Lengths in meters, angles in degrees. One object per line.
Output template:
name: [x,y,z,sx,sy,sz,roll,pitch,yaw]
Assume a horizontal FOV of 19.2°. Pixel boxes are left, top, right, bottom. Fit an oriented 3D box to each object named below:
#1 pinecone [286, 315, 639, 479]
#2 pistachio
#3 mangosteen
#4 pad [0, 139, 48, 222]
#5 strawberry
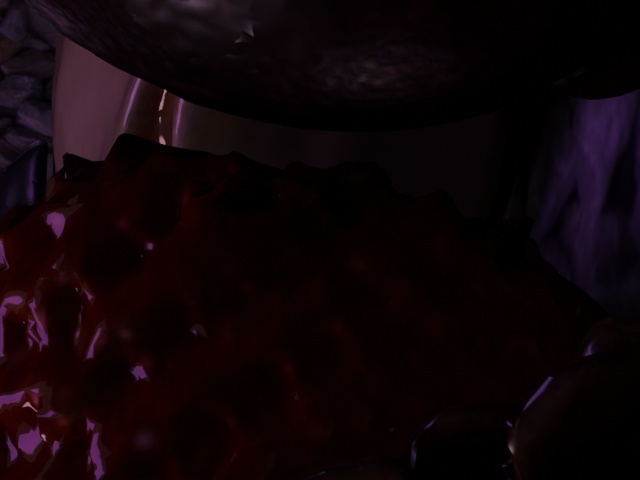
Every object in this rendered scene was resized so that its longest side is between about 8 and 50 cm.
pinecone: [0.079,0.106,0.359,0.208,0.208,0.207,-175,90,-80]
pistachio: [-0.027,-0.048,0.875,0.230,0.230,0.309,-99,21,-53]
mangosteen: [0.007,-0.162,0.599,0.293,0.297,0.297,109,163,-48]
pad: [-0.182,0.067,0.931,0.233,0.022,0.174,-31,58,51]
strawberry: [-0.009,0.151,0.660,0.312,0.267,0.351,60,-156,-69]
